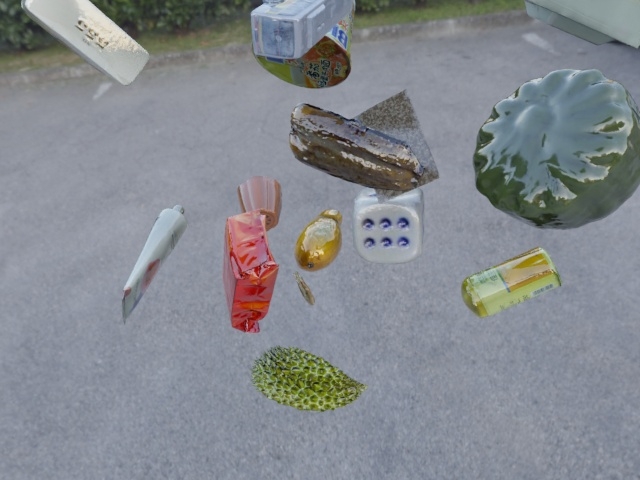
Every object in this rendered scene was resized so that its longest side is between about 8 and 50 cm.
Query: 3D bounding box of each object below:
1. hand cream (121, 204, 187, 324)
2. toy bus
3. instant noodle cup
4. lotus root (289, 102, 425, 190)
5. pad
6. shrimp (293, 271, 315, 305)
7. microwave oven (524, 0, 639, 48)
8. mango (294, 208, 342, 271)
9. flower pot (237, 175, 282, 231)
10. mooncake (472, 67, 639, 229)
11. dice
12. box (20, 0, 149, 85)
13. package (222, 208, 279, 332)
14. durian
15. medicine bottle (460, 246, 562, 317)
[{"bbox_3d":[-0.402,0.036,1.111,0.077,0.124,0.341,18,47,-7],"label":"hand cream"},{"bbox_3d":[-0.019,-0.304,0.610,0.075,0.064,0.190,19,49,14],"label":"toy bus"},{"bbox_3d":[-0.021,-0.425,0.925,0.205,0.205,0.153,8,74,20],"label":"instant noodle cup"},{"bbox_3d":[0.060,-0.176,0.980,0.329,0.167,0.078,24,60,23],"label":"lotus root"},{"bbox_3d":[0.173,-0.223,1.092,0.158,0.235,0.003,-23,-12,24],"label":"pad"},{"bbox_3d":[-0.043,0.137,1.304,0.023,0.108,0.059,-29,7,-22],"label":"shrimp"},{"bbox_3d":[0.347,-0.362,0.592,0.208,0.162,0.122,9,36,-22],"label":"microwave oven"},{"bbox_3d":[-0.002,0.002,1.552,0.144,0.187,0.359,38,18,-7],"label":"mango"},{"bbox_3d":[-0.240,-0.134,1.830,0.190,0.191,0.173,-8,49,-1],"label":"flower pot"},{"bbox_3d":[0.536,-0.208,1.054,0.194,0.356,0.356,15,18,-41],"label":"mooncake"},{"bbox_3d":[0.199,-0.051,1.312,0.193,0.194,0.192,3,23,17],"label":"dice"},{"bbox_3d":[-0.397,-0.349,0.758,0.071,0.168,0.259,-54,40,-2],"label":"box"},{"bbox_3d":[-0.214,0.107,1.339,0.123,0.424,0.196,-4,56,-17],"label":"package"},{"bbox_3d":[-0.060,0.398,1.308,0.355,0.169,0.157,12,71,32],"label":"durian"},{"bbox_3d":[0.486,0.113,1.189,0.238,0.124,0.124,-26,34,14],"label":"medicine bottle"}]
